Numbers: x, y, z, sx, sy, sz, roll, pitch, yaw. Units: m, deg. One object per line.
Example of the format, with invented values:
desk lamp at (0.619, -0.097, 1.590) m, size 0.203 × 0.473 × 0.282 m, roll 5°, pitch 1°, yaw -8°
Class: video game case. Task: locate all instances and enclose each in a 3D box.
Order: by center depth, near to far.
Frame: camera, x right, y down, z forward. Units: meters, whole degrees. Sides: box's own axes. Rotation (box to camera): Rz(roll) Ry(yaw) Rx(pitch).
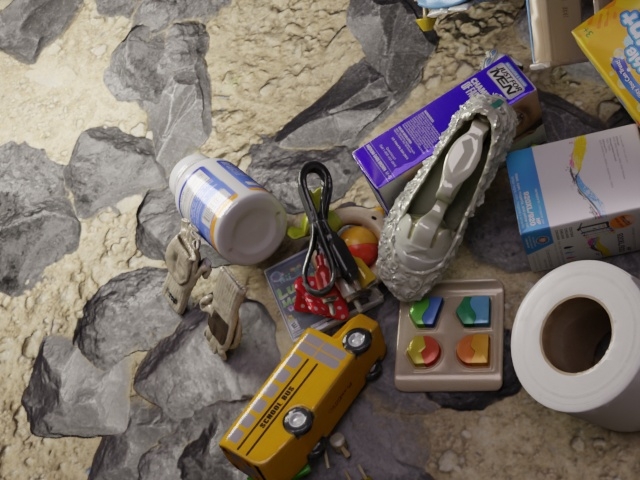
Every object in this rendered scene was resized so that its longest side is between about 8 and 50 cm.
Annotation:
video game case at (0.004, 0.086, 1.958) m, size 0.190 × 0.022 × 0.173 m, roll -27°, pitch 59°, yaw 4°

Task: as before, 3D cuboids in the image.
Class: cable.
cable at (0.000, 0.000, 1.834) m, size 0.139 × 0.072 × 0.287 m, roll -18°, pitch 69°, yaw -20°

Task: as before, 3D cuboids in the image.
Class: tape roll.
tape roll at (0.450, 0.170, 1.629) m, size 0.246 × 0.169 × 0.246 m, roll -22°, pitch 57°, yaw 40°

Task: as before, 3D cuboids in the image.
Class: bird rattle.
bird rattle at (0.040, 0.024, 1.898) m, size 0.207 × 0.143 × 0.253 m, roll -9°, pitch 64°, yaw -5°

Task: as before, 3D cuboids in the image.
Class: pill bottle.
pill bottle at (-0.192, -0.071, 2.004) m, size 0.152 × 0.152 × 0.272 m, roll -44°, pitch 39°, yaw -6°

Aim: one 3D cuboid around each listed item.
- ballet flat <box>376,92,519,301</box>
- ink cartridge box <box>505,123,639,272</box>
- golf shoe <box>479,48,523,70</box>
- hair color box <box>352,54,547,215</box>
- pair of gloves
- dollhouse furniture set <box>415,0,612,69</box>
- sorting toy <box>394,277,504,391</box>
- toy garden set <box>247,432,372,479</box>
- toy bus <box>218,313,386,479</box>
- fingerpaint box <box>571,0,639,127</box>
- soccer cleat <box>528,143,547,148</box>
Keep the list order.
ballet flat at (0.204, -0.071, 1.771) m, size 0.147 × 0.147 × 0.409 m, roll 33°, pitch 107°, yaw 29°
ink cartridge box at (0.461, -0.071, 1.794) m, size 0.233 × 0.171 × 0.168 m, roll -13°, pitch 61°, yaw 13°
golf shoe at (0.340, -0.295, 2.010) m, size 0.086 × 0.069 × 0.176 m, roll 19°, pitch 73°, yaw 19°
hair color box at (0.246, -0.176, 1.912) m, size 0.339 × 0.185 × 0.110 m, roll -34°, pitch 59°, yaw 1°
pair of gloves at (-0.217, 0.095, 1.948) m, size 0.042 × 0.204 × 0.240 m, roll -19°, pitch 48°, yaw -36°
dollhouse furniture set at (0.385, -0.440, 2.049) m, size 0.303 × 0.286 × 0.198 m, roll 2°, pitch 103°, yaw 46°
sorting toy at (0.230, 0.166, 1.832) m, size 0.193 × 0.038 × 0.208 m, roll -3°, pitch 64°, yaw 17°
toy garden set at (-0.012, 0.419, 1.781) m, size 0.204 × 0.049 × 0.244 m, roll -27°, pitch 52°, yaw -5°
toy bus at (-0.021, 0.271, 1.795) m, size 0.130 × 0.108 × 0.332 m, roll 23°, pitch 63°, yaw 32°
fingerpaint box at (0.711, -0.282, 1.726) m, size 0.371 × 0.163 × 0.444 m, roll -36°, pitch 70°, yaw 16°
soccer cleat at (0.463, -0.150, 1.894) m, size 0.179 × 0.060 × 0.072 m, roll -5°, pitch 44°, yaw 24°
